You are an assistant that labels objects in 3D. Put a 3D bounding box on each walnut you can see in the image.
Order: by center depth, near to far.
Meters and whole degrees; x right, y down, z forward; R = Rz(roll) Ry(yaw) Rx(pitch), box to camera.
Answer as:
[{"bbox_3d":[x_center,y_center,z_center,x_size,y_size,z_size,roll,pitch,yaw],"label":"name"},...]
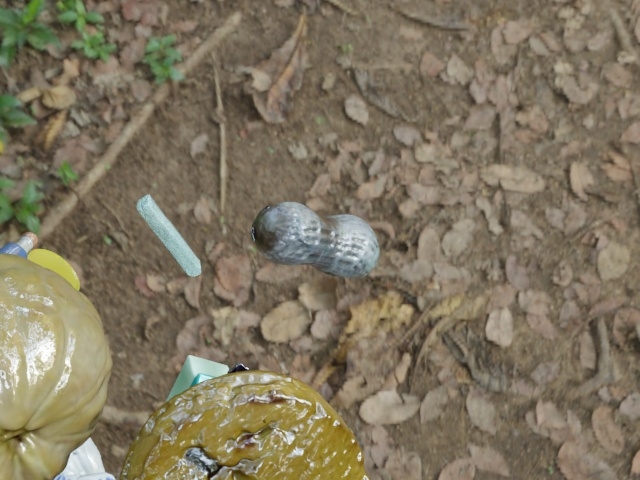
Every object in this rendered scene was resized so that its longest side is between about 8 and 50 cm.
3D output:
[{"bbox_3d":[-0.382,0.157,1.017,0.285,0.285,0.296,39,79,25],"label":"walnut"}]

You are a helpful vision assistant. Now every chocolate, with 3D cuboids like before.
[{"bbox_3d":[0.000,0.000,1.446,0.110,0.248,0.110,-13,71,43],"label":"chocolate"}]

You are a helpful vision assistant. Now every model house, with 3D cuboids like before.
[{"bbox_3d":[-0.241,0.331,1.899,0.127,0.100,0.149,-63,27,12],"label":"model house"}]

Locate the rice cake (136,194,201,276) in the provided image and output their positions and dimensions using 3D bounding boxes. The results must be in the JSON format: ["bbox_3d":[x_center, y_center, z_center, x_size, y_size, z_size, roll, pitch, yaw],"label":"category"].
[{"bbox_3d":[-0.340,-0.006,2.076,0.042,0.245,0.045,-25,41,7],"label":"rice cake"}]

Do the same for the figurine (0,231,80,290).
[{"bbox_3d":[-0.505,0.120,1.412,0.275,0.158,0.161,-39,65,20],"label":"figurine"}]

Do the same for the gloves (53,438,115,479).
[{"bbox_3d":[-0.347,0.337,1.318,0.097,0.119,0.229,-44,64,5],"label":"gloves"}]

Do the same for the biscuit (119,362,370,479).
[{"bbox_3d":[-0.080,0.284,1.011,0.296,0.296,0.075,-23,20,-8],"label":"biscuit"}]
